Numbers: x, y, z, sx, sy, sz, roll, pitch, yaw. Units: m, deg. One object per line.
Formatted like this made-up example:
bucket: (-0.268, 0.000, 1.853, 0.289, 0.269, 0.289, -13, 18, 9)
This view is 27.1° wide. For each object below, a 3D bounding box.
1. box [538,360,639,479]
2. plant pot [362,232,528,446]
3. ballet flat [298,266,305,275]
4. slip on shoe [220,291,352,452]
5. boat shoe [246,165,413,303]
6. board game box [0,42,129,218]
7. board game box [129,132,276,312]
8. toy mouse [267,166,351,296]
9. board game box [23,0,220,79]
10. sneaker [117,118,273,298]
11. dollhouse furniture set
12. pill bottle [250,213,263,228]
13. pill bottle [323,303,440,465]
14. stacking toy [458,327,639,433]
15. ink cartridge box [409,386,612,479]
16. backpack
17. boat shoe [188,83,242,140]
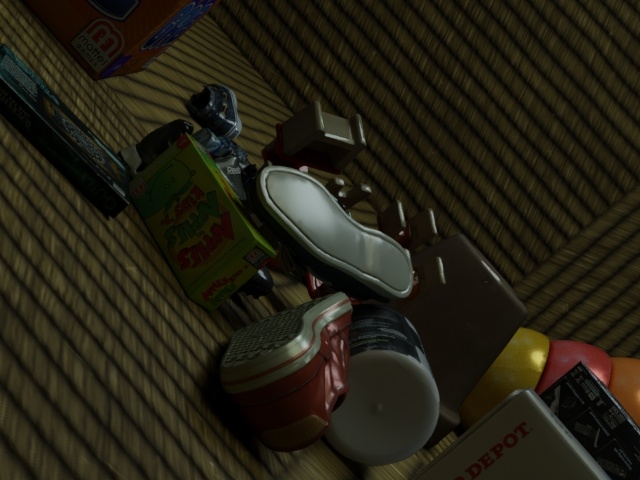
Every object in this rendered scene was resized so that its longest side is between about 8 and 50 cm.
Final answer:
box: (0.333, 0.340, 1.682, 0.076, 0.242, 0.307, 41, 10, -45)
plant pot: (0.155, 0.115, 1.842, 0.263, 0.229, 0.263, 48, 6, -7)
ballet flat: (0.068, 0.081, 2.019, 0.316, 0.107, 0.106, 47, -11, -23)
slip on shoe: (-0.023, 0.121, 1.269, 0.331, 0.123, 0.101, -57, 125, -81)
boat shoe: (0.000, 0.000, 1.445, 0.254, 0.079, 0.095, 29, 53, -44)
board game box: (-0.262, -0.110, 1.319, 0.186, 0.026, 0.126, 46, 7, -18)
board game box: (-0.128, -0.022, 1.393, 0.043, 0.092, 0.181, 41, 11, -51)
toy mouse: (0.004, -0.002, 1.560, 0.143, 0.031, 0.161, 6, 59, -38)
board game box: (-0.271, -0.478, 1.861, 0.356, 0.356, 0.356, 48, 8, -6)
sneaker: (-0.119, -0.042, 1.502, 0.234, 0.106, 0.078, 49, 8, 0)
dollhouse furniture set: (0.003, -0.033, 1.706, 0.262, 0.135, 0.259, 14, 54, -34)
pill bottle: (-0.044, -0.016, 1.831, 0.094, 0.094, 0.169, 52, 14, 19)
pill bottle: (0.056, 0.146, 1.475, 0.130, 0.130, 0.245, 48, 8, -10)
stacking toy: (0.333, 0.253, 2.177, 0.480, 0.350, 0.350, 32, 8, -2)
ink cartridge box: (0.217, 0.309, 1.303, 0.278, 0.201, 0.117, 50, 7, 10)
backpack: (-0.140, -0.085, 1.607, 0.084, 0.105, 0.114, 48, 2, -14)
boat shoe: (-0.187, -0.240, 2.271, 0.083, 0.065, 0.183, 46, 9, -33)
